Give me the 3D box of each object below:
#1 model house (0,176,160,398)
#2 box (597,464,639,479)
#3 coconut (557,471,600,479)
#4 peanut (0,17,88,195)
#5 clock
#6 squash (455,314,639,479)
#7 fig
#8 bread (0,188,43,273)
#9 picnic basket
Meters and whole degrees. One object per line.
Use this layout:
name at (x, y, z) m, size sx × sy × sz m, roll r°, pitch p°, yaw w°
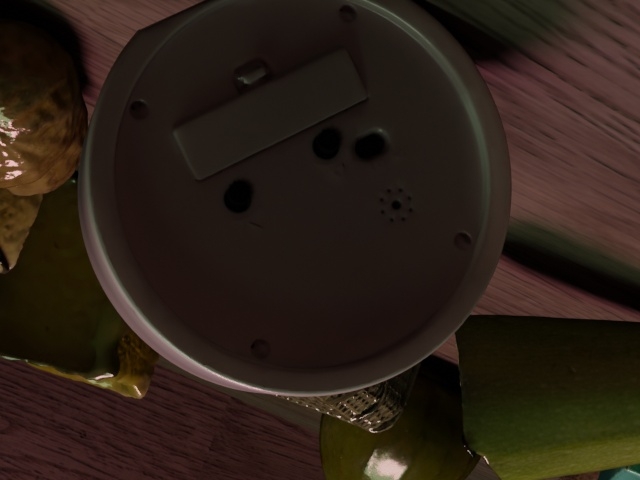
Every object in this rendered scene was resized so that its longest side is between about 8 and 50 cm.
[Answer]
model house at (-0.218, 0.060, 1.376) m, size 0.174 × 0.193 × 0.234 m, roll 12°, pitch 167°, yaw 18°
box at (0.357, 0.194, 1.139) m, size 0.205 × 0.118 × 0.311 m, roll 18°, pitch 168°, yaw 10°
coconut at (0.376, 0.326, 1.492) m, size 0.224 × 0.224 × 0.234 m, roll 11°, pitch 164°, yaw 40°
peanut at (-0.216, -0.086, 0.932) m, size 0.095 × 0.108 × 0.226 m, roll 17°, pitch 170°, yaw -3°
clock at (-0.013, -0.025, 0.622) m, size 0.197 × 0.197 × 0.068 m, roll 24°, pitch 168°, yaw -11°
squash at (0.234, 0.115, 0.971) m, size 0.287 × 0.137 × 0.137 m, roll -1°, pitch 169°, yaw -4°
fig at (0.089, 0.253, 1.626) m, size 0.203 × 0.225 × 0.203 m, roll 27°, pitch -169°, yaw -6°
bread at (-0.373, -0.069, 1.205) m, size 0.178 × 0.135 × 0.240 m, roll 31°, pitch 167°, yaw -37°
picnic basket at (0.005, 0.091, 1.263) m, size 0.154 × 0.134 × 0.196 m, roll 15°, pitch 165°, yaw 25°
